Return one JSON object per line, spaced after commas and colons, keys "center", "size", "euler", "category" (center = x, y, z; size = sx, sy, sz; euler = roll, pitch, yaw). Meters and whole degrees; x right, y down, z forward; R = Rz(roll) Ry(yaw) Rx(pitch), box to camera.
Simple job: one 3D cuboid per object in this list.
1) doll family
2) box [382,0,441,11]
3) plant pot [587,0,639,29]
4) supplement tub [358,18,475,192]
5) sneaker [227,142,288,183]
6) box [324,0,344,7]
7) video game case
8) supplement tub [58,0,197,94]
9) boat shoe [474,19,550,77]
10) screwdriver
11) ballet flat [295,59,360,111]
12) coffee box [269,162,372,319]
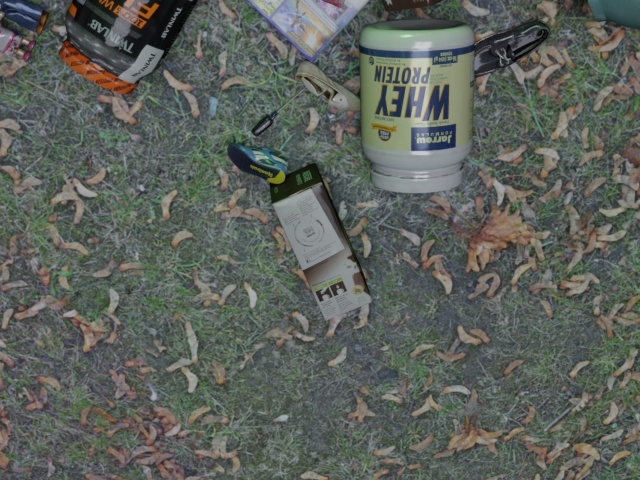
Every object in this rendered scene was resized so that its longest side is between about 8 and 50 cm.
{"center": [-0.616, -0.493, 1.777], "size": [0.163, 0.118, 0.263], "euler": [26, 124, -20], "category": "doll family"}
{"center": [0.221, -0.566, 1.743], "size": [0.203, 0.167, 0.168], "euler": [-30, 112, -19], "category": "box"}
{"center": [0.629, -0.546, 1.778], "size": [0.196, 0.293, 0.293], "euler": [-12, 113, 28], "category": "plant pot"}
{"center": [0.198, -0.281, 1.840], "size": [0.235, 0.235, 0.325], "euler": [-4, 110, -3], "category": "supplement tub"}
{"center": [-0.135, -0.176, 1.953], "size": [0.144, 0.059, 0.053], "euler": [28, 138, 2], "category": "sneaker"}
{"center": [0.018, -0.591, 1.684], "size": [0.128, 0.122, 0.257], "euler": [9, 114, -44], "category": "box"}
{"center": [-0.033, -0.547, 1.817], "size": [0.269, 0.061, 0.244], "euler": [42, 100, -17], "category": "video game case"}
{"center": [-0.360, -0.470, 1.741], "size": [0.207, 0.207, 0.338], "euler": [29, 105, -14], "category": "supplement tub"}
{"center": [0.394, -0.408, 1.900], "size": [0.206, 0.065, 0.075], "euler": [-27, 110, 5], "category": "boat shoe"}
{"center": [-0.086, -0.289, 1.932], "size": [0.170, 0.024, 0.025], "euler": [-46, 78, 5], "category": "screwdriver"}
{"center": [0.015, -0.317, 1.906], "size": [0.168, 0.057, 0.052], "euler": [35, 60, -10], "category": "ballet flat"}
{"center": [0.000, 0.000, 1.963], "size": [0.119, 0.168, 0.297], "euler": [-23, 111, 4], "category": "coffee box"}
